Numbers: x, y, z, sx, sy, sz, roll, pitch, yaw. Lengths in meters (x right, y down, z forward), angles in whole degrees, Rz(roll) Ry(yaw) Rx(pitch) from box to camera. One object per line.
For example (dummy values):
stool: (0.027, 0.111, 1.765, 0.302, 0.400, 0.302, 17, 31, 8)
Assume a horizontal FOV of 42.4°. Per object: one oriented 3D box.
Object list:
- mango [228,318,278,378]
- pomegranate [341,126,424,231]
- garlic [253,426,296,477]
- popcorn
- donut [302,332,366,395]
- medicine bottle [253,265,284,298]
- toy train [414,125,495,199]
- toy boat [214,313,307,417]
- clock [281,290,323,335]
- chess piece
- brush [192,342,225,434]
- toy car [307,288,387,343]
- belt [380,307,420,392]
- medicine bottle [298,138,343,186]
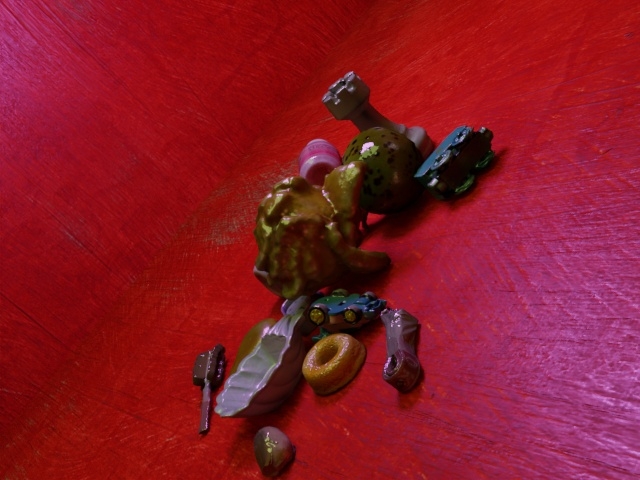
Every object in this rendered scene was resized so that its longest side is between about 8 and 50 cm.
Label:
mango: (-0.148, 0.275, 1.984, 0.122, 0.085, 0.191, -10, 49, 47)
pomegranate: (0.148, -0.135, 2.065, 0.231, 0.230, 0.286, -120, 46, -70)
garlic: (-0.104, 0.406, 1.636, 0.084, 0.066, 0.152, -48, 21, -1)
popcorn: (-0.001, -0.004, 1.927, 0.290, 0.325, 0.321, -41, -20, -33)
donut: (0.023, 0.252, 1.713, 0.152, 0.058, 0.152, -37, 22, 18)
medicine bottle: (-0.061, 0.028, 2.223, 0.250, 0.131, 0.131, -51, 20, -17)
toy train: (0.316, -0.184, 1.932, 0.198, 0.107, 0.154, -48, 12, -9)
toy boat: (-0.114, 0.295, 1.838, 0.199, 0.100, 0.290, -16, 35, 53)
clock: (-0.036, 0.164, 2.017, 0.110, 0.050, 0.152, -45, 19, -1)
chess piece: (0.144, -0.308, 2.230, 0.194, 0.299, 0.195, -39, 20, 17)
brush: (-0.288, 0.375, 2.093, 0.084, 0.071, 0.301, -34, 27, 19)
toy car: (0.062, 0.169, 1.790, 0.161, 0.098, 0.126, 3, 19, 27)
belt: (0.151, 0.198, 1.564, 0.071, 0.053, 0.232, -46, 18, 21)
medicine bottle: (0.000, -0.239, 2.627, 0.147, 0.147, 0.247, -40, 20, 13)
